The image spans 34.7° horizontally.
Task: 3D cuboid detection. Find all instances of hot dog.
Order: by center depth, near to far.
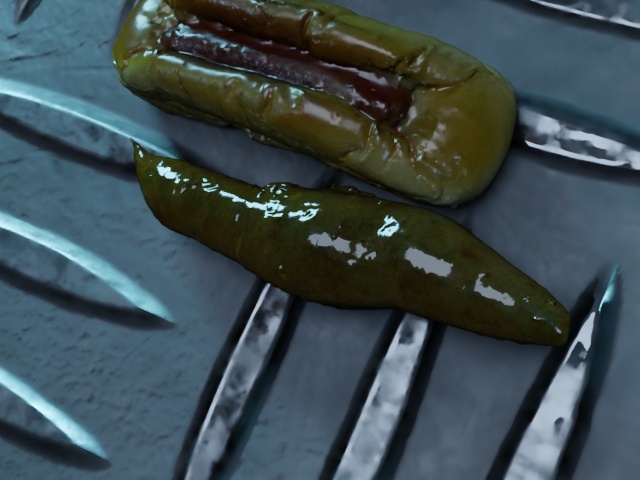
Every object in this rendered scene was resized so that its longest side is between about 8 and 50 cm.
[{"bbox_3d":[-0.015,-0.090,0.554,0.242,0.073,0.084,23,88,23],"label":"hot dog"}]

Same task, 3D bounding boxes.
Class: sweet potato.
[{"bbox_3d":[0.000,0.000,0.530,0.274,0.067,0.067,19,82,24],"label":"sweet potato"}]
